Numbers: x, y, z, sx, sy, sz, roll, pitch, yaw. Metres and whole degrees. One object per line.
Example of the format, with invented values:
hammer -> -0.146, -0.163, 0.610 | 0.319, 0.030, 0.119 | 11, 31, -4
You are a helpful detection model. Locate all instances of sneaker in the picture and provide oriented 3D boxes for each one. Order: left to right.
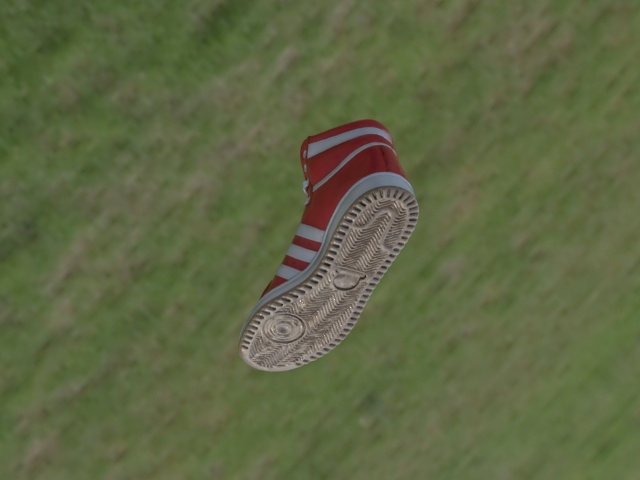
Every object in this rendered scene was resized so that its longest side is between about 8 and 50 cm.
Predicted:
sneaker -> 0.000, 0.000, 0.797 | 0.042, 0.067, 0.118 | 21, 125, -26
